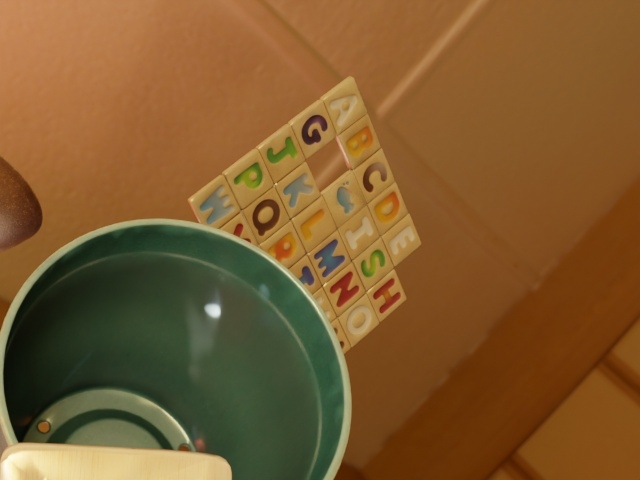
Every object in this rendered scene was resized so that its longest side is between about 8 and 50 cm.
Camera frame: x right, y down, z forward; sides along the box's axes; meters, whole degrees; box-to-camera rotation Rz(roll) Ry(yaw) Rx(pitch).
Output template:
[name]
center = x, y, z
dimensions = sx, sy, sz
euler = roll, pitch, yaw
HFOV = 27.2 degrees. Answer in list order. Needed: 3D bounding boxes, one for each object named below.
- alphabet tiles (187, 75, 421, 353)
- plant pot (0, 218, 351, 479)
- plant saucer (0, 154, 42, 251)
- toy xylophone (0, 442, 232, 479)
[alphabet tiles]
center = 0.000, 0.000, 1.221
dimensions = 0.198, 0.009, 0.237
euler = -40, -56, -23
[plant pot]
center = -0.147, 0.161, 1.081
dimensions = 0.272, 0.271, 0.255
euler = -21, -17, -31
[plant saucer]
center = -0.293, -0.038, 0.918
dimensions = 0.198, 0.199, 0.036
euler = 64, -140, -53
[toy xylophone]
center = -0.044, 0.156, 0.523
dimensions = 0.236, 0.323, 0.081
euler = 5, -87, -21
